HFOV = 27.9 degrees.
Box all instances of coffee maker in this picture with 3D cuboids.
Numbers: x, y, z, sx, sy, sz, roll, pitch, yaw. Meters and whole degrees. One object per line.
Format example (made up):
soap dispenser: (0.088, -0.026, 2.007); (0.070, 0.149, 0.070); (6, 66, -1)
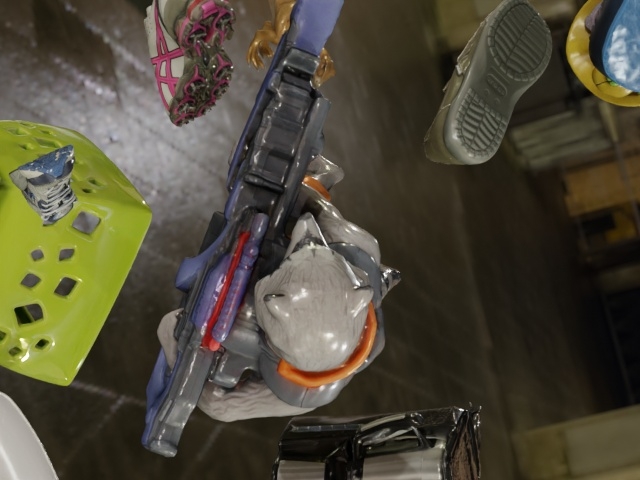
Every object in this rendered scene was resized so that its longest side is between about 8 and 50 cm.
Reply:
coffee maker: (0.058, 0.223, 1.241); (0.171, 0.178, 0.120); (7, 78, -72)

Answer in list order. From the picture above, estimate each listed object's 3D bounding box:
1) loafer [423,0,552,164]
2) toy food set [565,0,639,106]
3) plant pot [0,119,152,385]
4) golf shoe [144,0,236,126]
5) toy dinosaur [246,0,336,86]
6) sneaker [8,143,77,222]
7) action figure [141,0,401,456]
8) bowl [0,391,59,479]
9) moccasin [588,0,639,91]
loafer: (0.179, -0.180, 1.449); (0.094, 0.087, 0.251); (46, 55, -18)
toy food set: (0.337, -0.217, 1.263); (0.128, 0.218, 0.071); (47, 27, -1)
plant pot: (-0.348, -0.007, 1.377); (0.207, 0.227, 0.228); (17, 17, -39)
golf shoe: (-0.125, -0.181, 1.190); (0.086, 0.067, 0.186); (49, -28, 20)
toy dinosaur: (-0.042, -0.260, 1.518); (0.064, 0.112, 0.211); (-3, 61, -56)
sneaker: (-0.235, -0.048, 1.137); (0.058, 0.052, 0.135); (65, -17, -7)
action figure: (0.000, 0.000, 0.950); (0.330, 0.179, 0.341); (-96, -154, -80)
bowl: (-0.341, 0.232, 1.255); (0.142, 0.142, 0.053); (56, -32, 15)
moccasin: (0.337, -0.279, 1.069); (0.138, 0.342, 0.117); (30, 13, -30)
